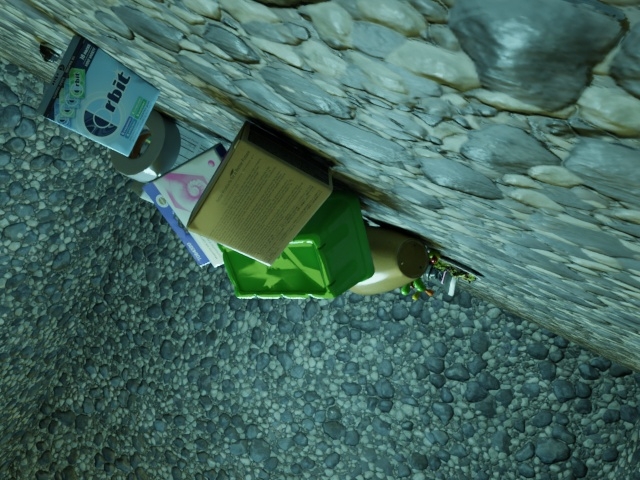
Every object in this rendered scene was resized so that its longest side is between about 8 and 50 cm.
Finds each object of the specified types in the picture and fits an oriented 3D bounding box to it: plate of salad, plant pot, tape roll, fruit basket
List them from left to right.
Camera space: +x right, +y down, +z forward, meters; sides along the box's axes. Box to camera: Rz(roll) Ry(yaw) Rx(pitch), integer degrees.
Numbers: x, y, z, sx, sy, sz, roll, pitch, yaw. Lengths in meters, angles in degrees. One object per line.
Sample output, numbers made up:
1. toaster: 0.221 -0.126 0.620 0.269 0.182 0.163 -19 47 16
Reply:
1. tape roll: -0.541 -0.293 1.329 0.219 0.219 0.072 26 179 26
2. fruit basket: -0.033 0.007 1.153 0.392 0.392 0.282 26 135 60
3. plant pot: 0.210 0.061 1.343 0.237 0.237 0.254 26 166 -23
4. plate of salad: 0.458 0.101 1.492 0.200 0.048 0.200 26 179 0

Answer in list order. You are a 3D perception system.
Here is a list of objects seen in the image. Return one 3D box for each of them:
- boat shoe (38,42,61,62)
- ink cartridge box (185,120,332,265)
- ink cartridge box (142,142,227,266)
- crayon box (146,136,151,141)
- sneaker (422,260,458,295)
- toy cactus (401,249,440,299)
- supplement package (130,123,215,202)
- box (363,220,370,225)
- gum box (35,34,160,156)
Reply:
1. boat shoe: -0.667 -0.456 1.056 0.125 0.038 0.046 26 179 44
2. ink cartridge box: -0.119 -0.082 0.836 0.193 0.234 0.088 28 -145 -22
3. ink cartridge box: -0.346 -0.080 1.304 0.324 0.330 0.071 59 -156 -20
4. crayon box: -0.617 -0.405 1.864 0.319 0.081 0.202 26 179 -18
5. sneaker: 0.468 0.141 1.710 0.147 0.104 0.296 21 -177 10
6. toy cactus: 0.339 0.089 1.456 0.112 0.219 0.180 10 -138 -2
7. supplement package: -0.494 -0.244 1.490 0.198 0.262 0.199 26 180 -36
8. box: 0.062 -0.061 1.614 0.184 0.103 0.261 30 179 -6
9. gum box: -0.424 -0.272 0.840 0.041 0.157 0.184 27 180 24
